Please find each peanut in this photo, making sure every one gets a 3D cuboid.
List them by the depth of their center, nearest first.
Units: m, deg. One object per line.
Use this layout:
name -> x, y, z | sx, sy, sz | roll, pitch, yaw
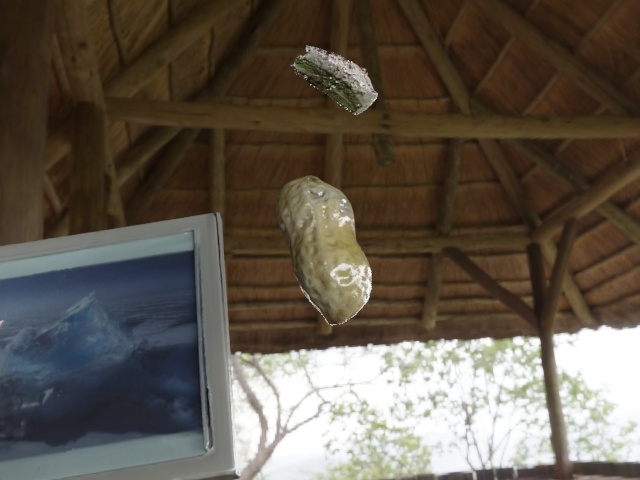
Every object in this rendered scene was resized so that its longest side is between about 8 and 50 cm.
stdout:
peanut -> 0.000, 0.000, 0.761 | 0.099, 0.214, 0.099 | -7, -40, -6

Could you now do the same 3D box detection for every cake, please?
cake -> 0.015, -0.224, 0.898 | 0.051, 0.055, 0.140 | -34, -40, 29

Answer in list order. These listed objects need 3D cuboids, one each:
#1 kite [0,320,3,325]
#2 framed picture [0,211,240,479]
kite -> -0.313, 0.089, 0.460 | 0.183, 0.241, 0.014 | -32, -22, -21
framed picture -> -0.320, 0.136, 0.749 | 0.446, 0.326, 0.028 | -10, -34, -1
